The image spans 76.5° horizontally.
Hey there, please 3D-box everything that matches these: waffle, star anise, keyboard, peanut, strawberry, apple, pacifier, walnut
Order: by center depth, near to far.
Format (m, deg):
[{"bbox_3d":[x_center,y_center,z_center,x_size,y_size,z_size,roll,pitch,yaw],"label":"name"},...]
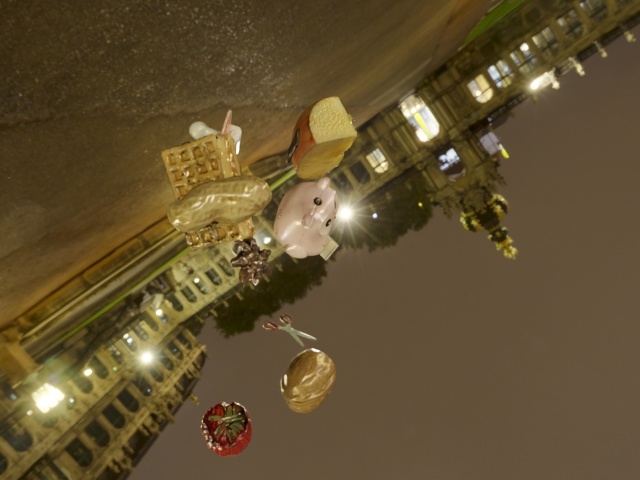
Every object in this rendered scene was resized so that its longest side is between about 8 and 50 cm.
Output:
[{"bbox_3d":[-0.307,-0.115,1.256,0.325,0.153,0.140,-22,-162,-22],"label":"peanut"},{"bbox_3d":[-0.094,-0.323,1.395,0.204,0.013,0.061,156,-59,-76],"label":"keyboard"},{"bbox_3d":[-0.385,-0.166,1.427,0.261,0.375,0.114,-12,-173,22],"label":"waffle"},{"bbox_3d":[-0.004,-0.406,1.690,0.309,0.252,0.313,-37,-150,58],"label":"apple"},{"bbox_3d":[-0.455,0.941,2.003,0.261,0.261,0.257,-48,155,-54],"label":"strawberry"},{"bbox_3d":[-0.063,0.712,2.063,0.313,0.252,0.277,-37,161,-50],"label":"walnut"},{"bbox_3d":[-0.516,-0.531,2.095,0.220,0.273,0.332,-41,178,-21],"label":"pacifier"},{"bbox_3d":[-0.358,0.093,2.134,0.108,0.315,0.315,-9,-156,39],"label":"star anise"}]

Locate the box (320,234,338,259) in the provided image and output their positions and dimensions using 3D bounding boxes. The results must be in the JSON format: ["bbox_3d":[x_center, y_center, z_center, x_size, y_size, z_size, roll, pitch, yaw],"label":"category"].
[{"bbox_3d":[0.000,0.000,2.208,0.109,0.198,0.029,-52,157,22],"label":"box"}]

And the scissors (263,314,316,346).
[{"bbox_3d":[-0.132,0.404,1.813,0.248,0.017,0.144,22,-153,39],"label":"scissors"}]

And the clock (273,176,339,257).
[{"bbox_3d":[-0.065,-0.113,1.835,0.376,0.251,0.368,119,-7,-70],"label":"clock"}]
